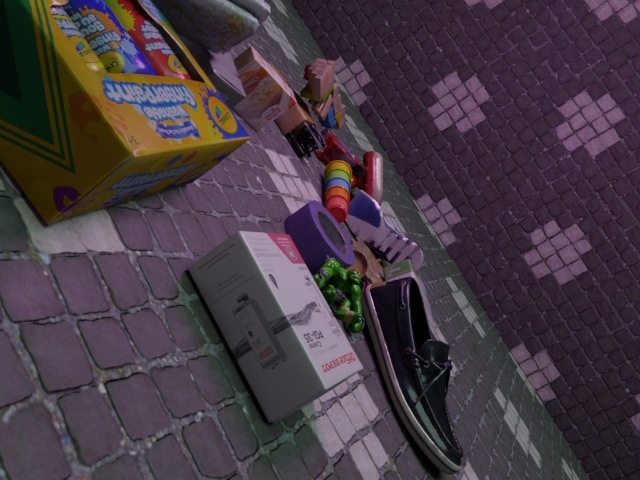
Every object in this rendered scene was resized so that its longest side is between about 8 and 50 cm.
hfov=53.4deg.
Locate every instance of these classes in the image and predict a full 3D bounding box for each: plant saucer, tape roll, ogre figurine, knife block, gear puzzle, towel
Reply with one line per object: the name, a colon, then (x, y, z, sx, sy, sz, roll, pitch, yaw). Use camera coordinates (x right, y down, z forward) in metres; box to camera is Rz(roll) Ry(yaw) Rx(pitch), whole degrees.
plant saucer: (0.087, 0.066, 1.722, 0.083, 0.083, 0.015, 58, -19, 4)
tape roll: (0.000, 0.000, 1.571, 0.189, 0.080, 0.189, 51, 17, -22)
ogre figurine: (0.043, 0.116, 1.466, 0.197, 0.097, 0.118, 33, 43, -21)
knife block: (-0.093, -0.392, 2.023, 0.276, 0.088, 0.242, 45, 19, -38)
gear puzzle: (0.137, 0.074, 1.901, 0.175, 0.044, 0.339, 56, 14, 3)
towel: (-0.303, -0.510, 1.274, 0.374, 0.090, 0.320, 25, -3, -22)

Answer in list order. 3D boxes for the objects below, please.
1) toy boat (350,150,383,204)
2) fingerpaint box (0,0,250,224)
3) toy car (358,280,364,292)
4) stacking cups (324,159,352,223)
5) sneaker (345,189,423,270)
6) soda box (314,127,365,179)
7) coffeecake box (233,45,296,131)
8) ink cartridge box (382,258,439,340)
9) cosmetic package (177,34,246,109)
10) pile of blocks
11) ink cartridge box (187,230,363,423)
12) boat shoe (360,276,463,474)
toy boat: (0.147, -0.204, 2.277, 0.151, 0.151, 0.231, 74, 17, -75)
fingerpaint box: (-0.331, -0.251, 0.957, 0.371, 0.163, 0.445, 55, 17, -2)
toy car: (0.079, 0.096, 1.664, 0.040, 0.060, 0.122, 86, -4, -49)
stacking cups: (0.060, -0.150, 1.992, 0.096, 0.096, 0.316, 49, 18, -23)
sneaker: (0.197, -0.011, 2.107, 0.315, 0.127, 0.182, 46, -3, 3)
soda box: (0.072, -0.299, 2.326, 0.263, 0.083, 0.092, 33, 27, -52)
coffeecake box: (-0.178, -0.404, 1.713, 0.185, 0.142, 0.068, 40, 24, -43)
ink cartridge box: (0.263, 0.192, 1.847, 0.160, 0.093, 0.219, 54, 21, -46)
cosmetic package: (-0.279, -0.427, 1.547, 0.127, 0.107, 0.238, 30, 34, -51)
pile of blocks: (-0.008, -0.468, 2.128, 0.113, 0.149, 0.362, 19, -15, 17)
ink cartridge box: (-0.067, 0.134, 1.062, 0.283, 0.117, 0.207, 60, 17, 12)
boat shoe: (0.244, 0.305, 1.539, 0.187, 0.156, 0.500, 38, 29, -55)
